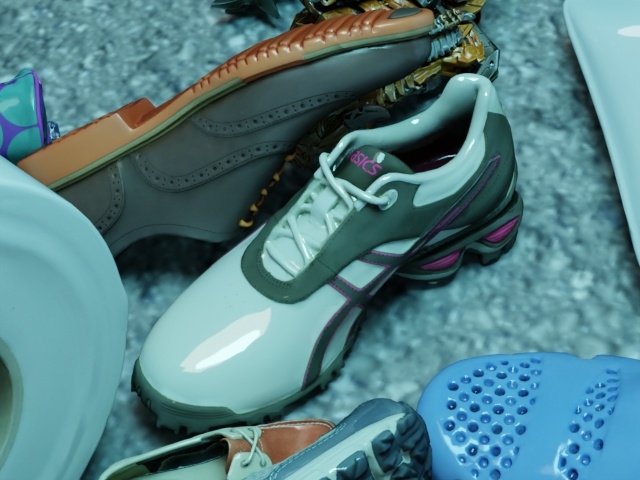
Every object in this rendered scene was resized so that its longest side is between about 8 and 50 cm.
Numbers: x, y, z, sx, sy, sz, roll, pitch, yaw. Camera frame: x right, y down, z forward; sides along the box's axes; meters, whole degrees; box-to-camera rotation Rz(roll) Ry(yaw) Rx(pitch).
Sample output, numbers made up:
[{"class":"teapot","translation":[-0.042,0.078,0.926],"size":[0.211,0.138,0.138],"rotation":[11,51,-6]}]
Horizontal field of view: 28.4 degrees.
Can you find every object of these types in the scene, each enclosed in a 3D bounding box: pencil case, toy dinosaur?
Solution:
[{"class":"pencil case","translation":[-0.258,-0.074,0.859],"size":[0.152,0.064,0.070],"rotation":[-10,60,-2]},{"class":"toy dinosaur","translation":[0.043,-0.181,0.897],"size":[0.218,0.164,0.322],"rotation":[32,39,13]}]

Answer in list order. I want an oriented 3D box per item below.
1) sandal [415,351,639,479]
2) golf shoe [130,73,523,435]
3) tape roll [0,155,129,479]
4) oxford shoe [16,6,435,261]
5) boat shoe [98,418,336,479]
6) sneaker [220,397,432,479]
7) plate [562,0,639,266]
[{"class":"sandal","translation":[0.200,0.099,0.608],"size":[0.318,0.138,0.126],"rotation":[6,51,14]},{"class":"golf shoe","translation":[0.000,0.000,0.730],"size":[0.273,0.120,0.105],"rotation":[-35,56,-21]},{"class":"tape roll","translation":[-0.226,0.077,0.575],"size":[0.100,0.286,0.286],"rotation":[33,60,29]},{"class":"oxford shoe","translation":[-0.046,-0.060,0.760],"size":[0.271,0.098,0.097],"rotation":[-21,10,20]},{"class":"boat shoe","translation":[-0.051,0.122,0.677],"size":[0.137,0.043,0.049],"rotation":[-15,47,-9]},{"class":"sneaker","translation":[-0.073,0.157,0.590],"size":[0.283,0.110,0.122],"rotation":[-39,48,-14]},{"class":"plate","translation":[0.314,-0.072,0.805],"size":[0.278,0.045,0.277],"rotation":[-6,49,1]}]
